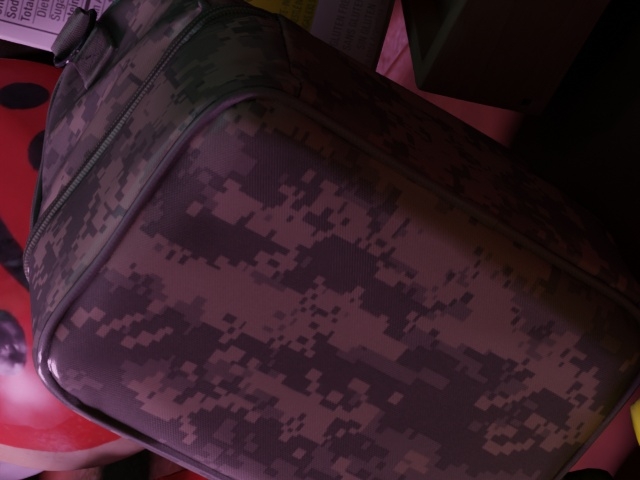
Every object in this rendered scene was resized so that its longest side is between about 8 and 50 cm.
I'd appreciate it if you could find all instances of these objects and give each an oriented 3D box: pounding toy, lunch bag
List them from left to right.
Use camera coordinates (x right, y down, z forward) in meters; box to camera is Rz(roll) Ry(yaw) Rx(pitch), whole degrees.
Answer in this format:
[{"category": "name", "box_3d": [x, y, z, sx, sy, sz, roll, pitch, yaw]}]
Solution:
[{"category": "lunch bag", "box_3d": [0.000, 0.000, 1.005, 0.212, 0.305, 0.256, -52, 26, 20]}, {"category": "pounding toy", "box_3d": [0.126, -0.212, 1.096, 0.181, 0.094, 0.206, -97, 25, -43]}]

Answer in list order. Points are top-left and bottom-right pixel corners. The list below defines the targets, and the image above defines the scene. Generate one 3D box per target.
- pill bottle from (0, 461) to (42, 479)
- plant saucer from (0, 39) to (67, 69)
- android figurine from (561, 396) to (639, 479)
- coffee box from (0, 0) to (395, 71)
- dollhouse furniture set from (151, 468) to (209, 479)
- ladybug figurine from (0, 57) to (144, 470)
[{"category": "pill bottle", "box_3d": [-0.323, 0.042, 1.727, 0.188, 0.188, 0.334, -45, 41, 45]}, {"category": "plant saucer", "box_3d": [-0.331, -0.165, 1.744, 0.310, 0.311, 0.050, -17, 89, 59]}, {"category": "android figurine", "box_3d": [0.174, 0.210, 0.892, 0.248, 0.056, 0.273, -50, 37, 41]}, {"category": "coffee box", "box_3d": [-0.110, -0.298, 1.216, 0.337, 0.334, 0.338, -115, 39, -75]}, {"category": "dollhouse furniture set", "box_3d": [-0.176, 0.283, 1.394, 0.374, 0.152, 0.201, -27, 56, 55]}, {"category": "ladybug figurine", "box_3d": [-0.244, -0.002, 1.493, 0.305, 0.162, 0.449, -47, 52, -5]}]
